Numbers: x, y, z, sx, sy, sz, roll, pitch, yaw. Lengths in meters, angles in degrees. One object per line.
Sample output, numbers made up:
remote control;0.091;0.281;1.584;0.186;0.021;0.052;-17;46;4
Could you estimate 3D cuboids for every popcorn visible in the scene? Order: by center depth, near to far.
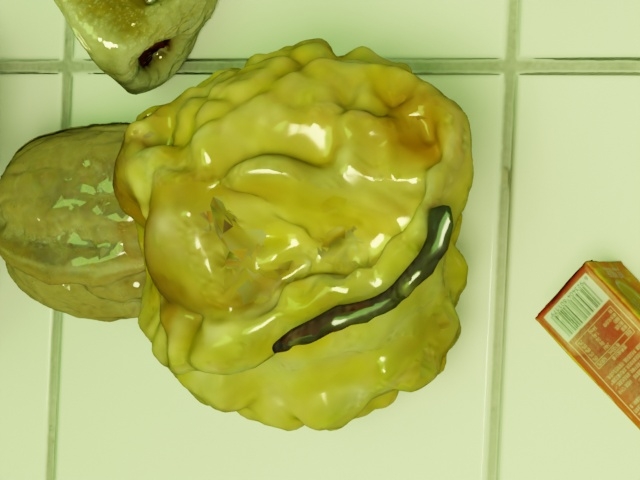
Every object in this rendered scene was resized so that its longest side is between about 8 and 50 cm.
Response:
popcorn;0.000;0.000;1.489;0.381;0.349;0.349;-170;85;-65

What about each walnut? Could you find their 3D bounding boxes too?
walnut;-0.209;-0.018;1.695;0.245;0.198;0.198;2;91;19

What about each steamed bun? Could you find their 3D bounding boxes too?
steamed bun;-0.167;-0.241;1.703;0.155;0.172;0.141;-36;83;5

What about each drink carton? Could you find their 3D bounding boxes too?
drink carton;0.291;0.119;1.474;0.223;0.096;0.071;48;110;21
